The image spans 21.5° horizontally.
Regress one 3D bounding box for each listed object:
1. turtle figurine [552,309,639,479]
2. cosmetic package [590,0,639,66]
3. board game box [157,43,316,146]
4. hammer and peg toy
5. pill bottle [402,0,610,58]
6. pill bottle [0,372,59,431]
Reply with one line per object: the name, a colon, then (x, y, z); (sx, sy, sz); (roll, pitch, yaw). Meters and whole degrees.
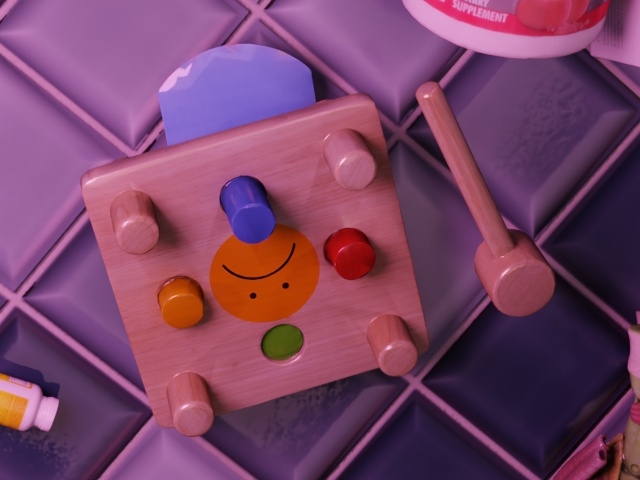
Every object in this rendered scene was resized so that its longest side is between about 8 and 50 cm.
turtle figurine: (0.340, 0.207, 1.516); (0.197, 0.274, 0.266); (-4, 102, -41)
cosmetic package: (0.327, -0.252, 1.379); (0.138, 0.224, 0.224); (-6, 105, -17)
board game box: (-0.068, -0.093, 1.474); (0.133, 0.033, 0.169); (-12, 112, -5)
hammer and peg toy: (0.000, 0.000, 1.434); (0.361, 0.127, 0.266); (-17, 118, -3)
pill bottle: (0.172, -0.318, 1.324); (0.176, 0.176, 0.319); (4, 125, -8)
pill bottle: (-0.276, 0.143, 1.497); (0.083, 0.043, 0.043); (19, 100, -11)
